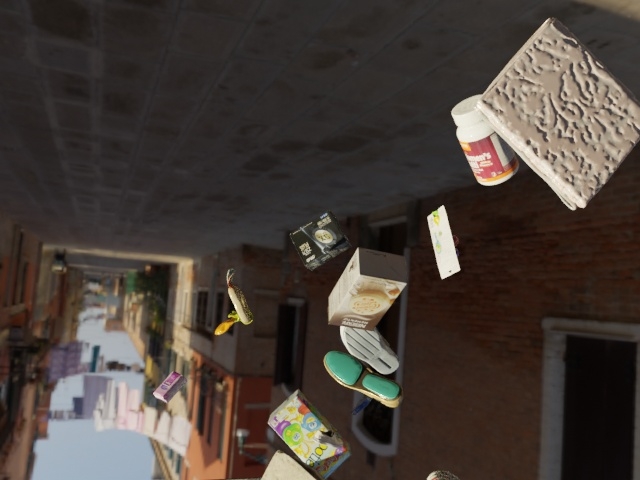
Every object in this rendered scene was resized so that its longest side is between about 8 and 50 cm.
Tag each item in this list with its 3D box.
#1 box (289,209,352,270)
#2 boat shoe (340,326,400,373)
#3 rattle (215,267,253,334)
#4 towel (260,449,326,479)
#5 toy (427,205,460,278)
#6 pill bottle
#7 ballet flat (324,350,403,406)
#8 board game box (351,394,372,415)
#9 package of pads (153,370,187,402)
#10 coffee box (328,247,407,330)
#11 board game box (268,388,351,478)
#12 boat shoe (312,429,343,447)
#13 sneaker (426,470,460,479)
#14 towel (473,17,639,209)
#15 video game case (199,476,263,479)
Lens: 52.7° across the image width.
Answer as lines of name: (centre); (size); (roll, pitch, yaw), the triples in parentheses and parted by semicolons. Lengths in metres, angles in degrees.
box: (0.000, 0.000, 2.397); (0.180, 0.147, 0.077); (-31, 155, 8)
boat shoe: (0.144, 0.316, 2.021); (0.302, 0.109, 0.094); (50, -174, -39)
rattle: (-0.310, 0.197, 2.105); (0.143, 0.130, 0.199); (-13, 133, 13)
towel: (-0.045, 0.561, 1.300); (0.049, 0.187, 0.282); (32, 174, -36)
toy: (0.455, 0.004, 2.311); (0.056, 0.237, 0.137); (-10, 167, -19)
pill bottle: (0.437, -0.267, 1.721); (0.121, 0.121, 0.221); (-1, 130, 46)
ballet flat: (0.108, 0.362, 1.658); (0.232, 0.080, 0.073); (26, 154, 29)
board game box: (0.161, 0.589, 2.363); (0.090, 0.020, 0.090); (-49, 172, 35)
package of pads: (-0.403, 0.394, 1.738); (0.050, 0.083, 0.032); (10, 138, 42)
coffee box: (0.126, 0.140, 1.792); (0.141, 0.098, 0.246); (11, 138, -14)
board game box: (-0.037, 0.682, 2.281); (0.275, 0.142, 0.144); (47, 179, 1)
boat shoe: (0.024, 0.482, 1.582); (0.100, 0.035, 0.035); (27, 180, -38)
sneaker: (0.344, 0.633, 1.455); (0.270, 0.090, 0.145); (43, -170, -7)
towel: (0.534, -0.280, 1.409); (0.332, 0.317, 0.053); (44, 162, -3)
video game case: (-0.320, 0.986, 2.343); (0.275, 0.248, 0.035); (-4, 133, 4)
